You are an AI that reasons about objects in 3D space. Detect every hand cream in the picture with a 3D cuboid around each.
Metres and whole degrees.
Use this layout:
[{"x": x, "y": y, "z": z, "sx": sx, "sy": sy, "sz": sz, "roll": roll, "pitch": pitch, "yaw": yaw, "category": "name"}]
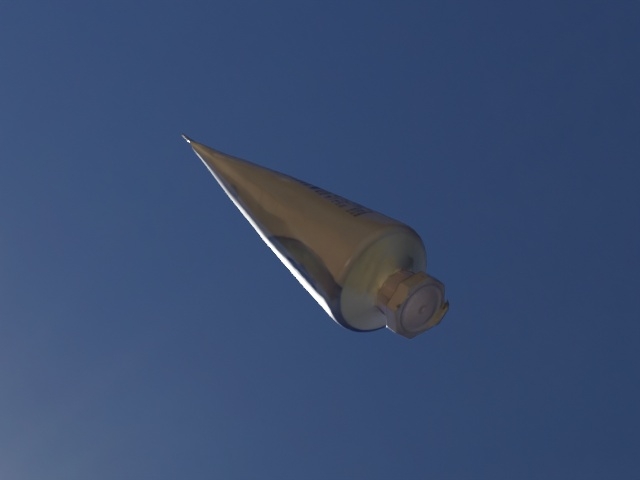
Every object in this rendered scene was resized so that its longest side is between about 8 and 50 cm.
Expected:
[{"x": 0.000, "y": 0.000, "z": 0.859, "sx": 0.142, "sy": 0.084, "sz": 0.053, "roll": 33, "pitch": -93, "yaw": 41, "category": "hand cream"}]
